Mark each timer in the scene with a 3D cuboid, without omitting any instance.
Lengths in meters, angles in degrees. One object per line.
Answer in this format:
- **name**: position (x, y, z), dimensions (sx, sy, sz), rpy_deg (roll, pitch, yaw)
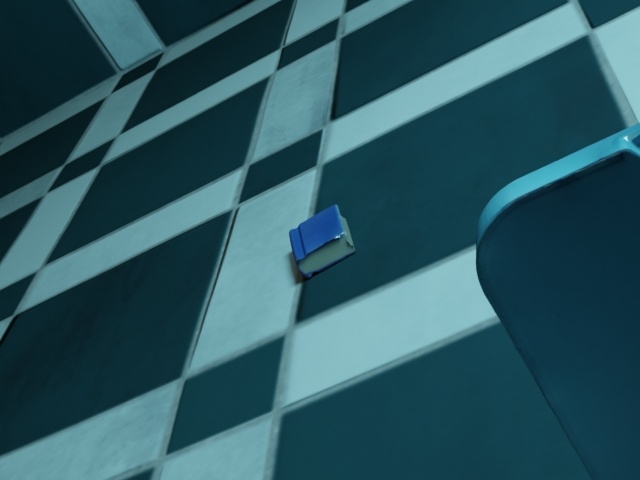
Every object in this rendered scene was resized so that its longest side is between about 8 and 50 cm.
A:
- **timer**: position (0.221, 0.028, 0.533), dimensions (0.231, 0.250, 0.091), rpy_deg (-24, 26, 18)

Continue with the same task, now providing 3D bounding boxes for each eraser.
- **eraser**: position (0.000, 0.000, 1.145), dimensions (0.063, 0.027, 0.085), rpy_deg (-29, 24, 6)
